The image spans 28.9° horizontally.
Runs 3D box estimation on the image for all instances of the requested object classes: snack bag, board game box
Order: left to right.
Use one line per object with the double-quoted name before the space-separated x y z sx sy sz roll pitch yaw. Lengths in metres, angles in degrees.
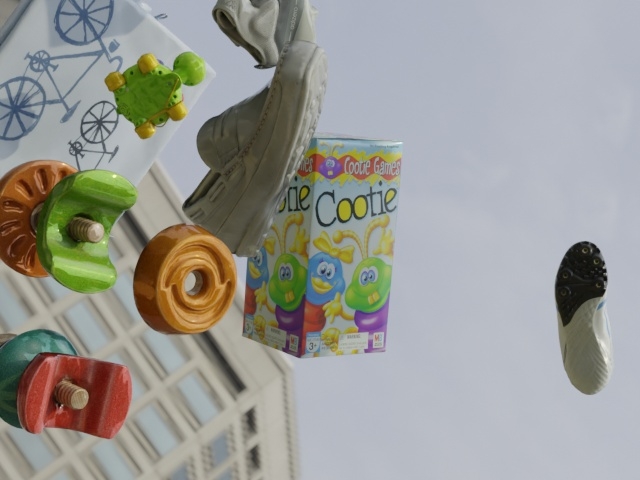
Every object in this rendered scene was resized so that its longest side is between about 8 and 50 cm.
"snack bag" -0.319 -0.188 1.680 0.037 0.323 0.342 33 -1 39
"board game box" 0.000 0.000 1.608 0.144 0.142 0.275 13 -79 53

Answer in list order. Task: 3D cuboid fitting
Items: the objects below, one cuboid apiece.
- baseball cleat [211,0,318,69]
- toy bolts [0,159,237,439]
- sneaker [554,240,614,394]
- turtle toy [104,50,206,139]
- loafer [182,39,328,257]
"baseball cleat" -0.063 -0.274 1.235 0.072 0.109 0.205 2 -69 60
"toy bolts" -0.213 0.058 1.092 0.218 0.228 0.158 21 -6 -43
"sneaker" 0.403 0.117 1.902 0.085 0.086 0.237 -3 -83 9
"turtle toy" -0.203 -0.193 1.569 0.130 0.066 0.095 -27 -75 13
"loafer" -0.075 -0.094 1.287 0.111 0.112 0.319 25 -40 -2
